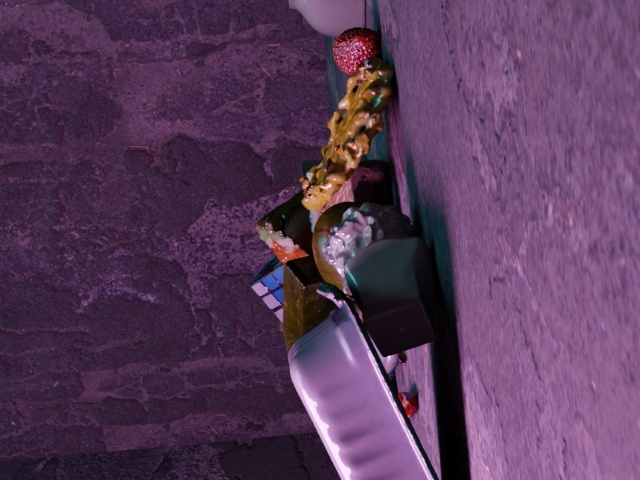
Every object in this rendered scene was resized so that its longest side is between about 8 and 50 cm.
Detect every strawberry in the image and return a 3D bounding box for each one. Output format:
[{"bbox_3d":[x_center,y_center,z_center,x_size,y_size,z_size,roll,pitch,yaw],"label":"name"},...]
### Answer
[{"bbox_3d":[0.065,-0.320,1.683,0.096,0.083,0.083,112,154,-72],"label":"strawberry"}]

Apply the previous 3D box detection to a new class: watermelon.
[{"bbox_3d":[0.061,-0.028,1.766,0.226,0.148,0.319,100,165,-54],"label":"watermelon"}]

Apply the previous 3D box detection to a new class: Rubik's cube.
[{"bbox_3d":[-0.021,0.078,2.086,0.154,0.151,0.155,51,-138,-11],"label":"Rubik's cube"}]

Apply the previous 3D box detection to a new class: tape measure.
[{"bbox_3d":[0.103,0.205,1.859,0.104,0.107,0.180,45,-171,12],"label":"tape measure"}]

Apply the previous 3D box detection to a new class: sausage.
[{"bbox_3d":[0.132,0.270,1.622,0.145,0.048,0.050,98,162,-73],"label":"sausage"}]

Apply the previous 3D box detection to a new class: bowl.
[{"bbox_3d":[0.003,-0.529,1.985,0.289,0.146,0.290,175,90,-88],"label":"bowl"}]

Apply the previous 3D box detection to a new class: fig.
[{"bbox_3d":[0.094,0.023,1.568,0.259,0.151,0.152,15,114,54],"label":"fig"}]

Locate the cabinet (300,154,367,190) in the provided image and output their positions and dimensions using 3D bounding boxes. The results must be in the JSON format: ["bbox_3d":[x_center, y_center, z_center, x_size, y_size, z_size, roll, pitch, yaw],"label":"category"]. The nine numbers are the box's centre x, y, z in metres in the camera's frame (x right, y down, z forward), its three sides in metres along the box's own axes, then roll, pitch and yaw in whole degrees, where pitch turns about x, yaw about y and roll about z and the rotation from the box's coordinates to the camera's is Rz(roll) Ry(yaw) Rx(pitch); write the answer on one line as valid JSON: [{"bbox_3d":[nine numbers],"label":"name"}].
[{"bbox_3d":[0.039,-0.056,2.193,0.150,0.144,0.206,-98,3,-57],"label":"cabinet"}]

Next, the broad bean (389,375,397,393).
[{"bbox_3d":[0.119,0.274,1.970,0.046,0.061,0.195,54,-174,-38],"label":"broad bean"}]

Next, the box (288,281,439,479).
[{"bbox_3d":[0.052,0.224,1.230,0.264,0.106,0.337,-134,18,-87],"label":"box"}]

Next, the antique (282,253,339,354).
[{"bbox_3d":[-0.016,0.135,1.772,0.080,0.081,0.221,51,146,45],"label":"antique"}]

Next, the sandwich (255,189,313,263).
[{"bbox_3d":[0.001,-0.014,1.969,0.292,0.109,0.212,-48,-65,-42],"label":"sandwich"}]

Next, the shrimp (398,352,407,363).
[{"bbox_3d":[0.132,0.167,1.681,0.114,0.023,0.083,-24,-74,-86],"label":"shrimp"}]

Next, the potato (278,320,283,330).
[{"bbox_3d":[0.050,0.168,2.795,0.112,0.269,0.255,-96,29,-54],"label":"potato"}]

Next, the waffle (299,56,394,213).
[{"bbox_3d":[0.039,-0.164,1.594,0.281,0.060,0.262,-60,10,23],"label":"waffle"}]

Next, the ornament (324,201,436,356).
[{"bbox_3d":[0.086,0.035,1.312,0.285,0.130,0.121,-119,6,-67],"label":"ornament"}]

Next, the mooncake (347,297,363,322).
[{"bbox_3d":[0.073,0.119,1.870,0.073,0.125,0.130,-61,-6,-1],"label":"mooncake"}]
